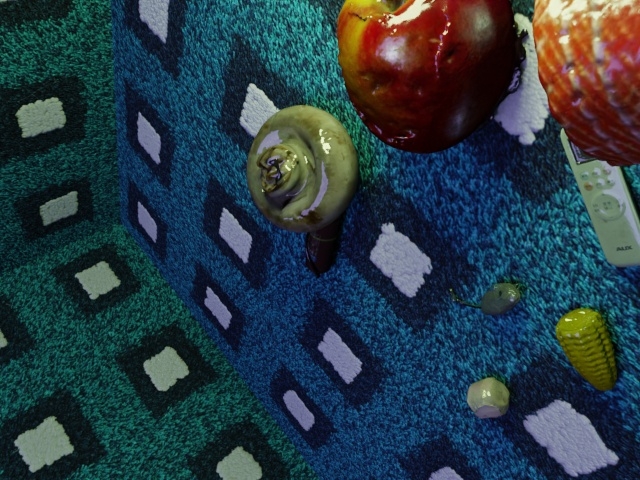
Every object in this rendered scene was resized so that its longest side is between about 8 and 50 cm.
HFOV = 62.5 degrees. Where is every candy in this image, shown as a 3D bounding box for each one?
[{"bbox_3d":[0.606,0.255,1.181,0.106,0.094,0.199,-13,110,49],"label":"candy"}]

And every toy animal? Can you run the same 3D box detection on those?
[{"bbox_3d":[0.430,0.155,1.364,0.253,0.070,0.079,155,121,-68],"label":"toy animal"}]

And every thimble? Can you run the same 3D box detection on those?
[{"bbox_3d":[0.468,-0.285,0.736,0.230,0.350,0.350,-7,110,53],"label":"thimble"}]

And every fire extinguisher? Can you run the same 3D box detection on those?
[{"bbox_3d":[0.000,0.000,1.761,0.342,0.105,0.142,101,168,-45],"label":"fire extinguisher"}]

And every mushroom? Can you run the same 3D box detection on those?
[{"bbox_3d":[-0.073,-0.201,1.488,0.362,0.294,0.363,5,99,37],"label":"mushroom"}]

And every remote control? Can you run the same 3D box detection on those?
[{"bbox_3d":[0.558,-0.093,1.024,0.090,0.038,0.310,-12,105,54],"label":"remote control"}]

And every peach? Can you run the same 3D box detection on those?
[{"bbox_3d":[0.209,-0.366,1.078,0.339,0.353,0.416,43,-176,33],"label":"peach"}]

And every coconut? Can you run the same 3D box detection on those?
[{"bbox_3d":[0.465,0.449,1.484,0.110,0.110,0.124,51,141,11],"label":"coconut"}]
